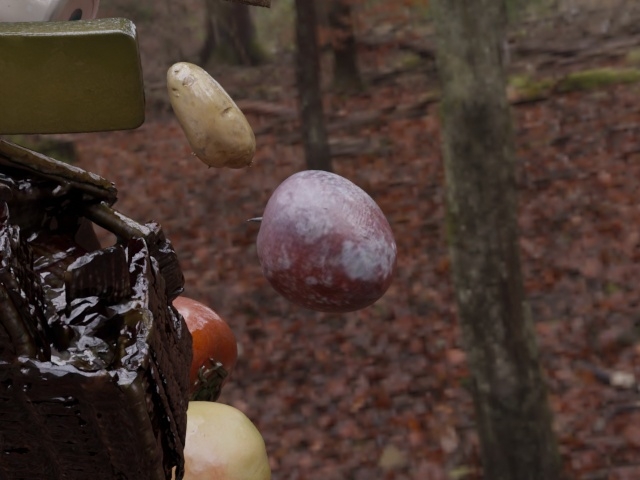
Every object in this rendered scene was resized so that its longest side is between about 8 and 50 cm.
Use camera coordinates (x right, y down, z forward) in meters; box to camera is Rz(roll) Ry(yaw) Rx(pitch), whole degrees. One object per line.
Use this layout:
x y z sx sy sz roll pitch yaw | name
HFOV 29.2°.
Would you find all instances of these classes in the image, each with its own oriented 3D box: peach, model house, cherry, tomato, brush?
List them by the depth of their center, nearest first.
-0.213 0.051 0.985 0.297 0.317 0.282 -34 48 -26 | model house
-0.299 -0.186 1.389 0.197 0.123 0.059 -2 30 0 | brush
-0.149 0.282 1.441 0.184 0.184 0.184 -9 7 1 | peach
0.000 0.000 2.040 0.285 0.236 0.213 20 66 27 | cherry
-0.276 0.224 2.216 0.224 0.255 0.256 32 26 22 | tomato

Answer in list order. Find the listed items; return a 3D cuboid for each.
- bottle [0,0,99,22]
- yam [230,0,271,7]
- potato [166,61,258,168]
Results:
-0.471 -0.389 1.879 0.236 0.147 0.147 29 15 9 | bottle
-0.080 -0.288 1.161 0.084 0.127 0.084 7 11 -1 | yam
-0.215 -0.230 2.362 0.128 0.234 0.161 -37 43 -7 | potato
